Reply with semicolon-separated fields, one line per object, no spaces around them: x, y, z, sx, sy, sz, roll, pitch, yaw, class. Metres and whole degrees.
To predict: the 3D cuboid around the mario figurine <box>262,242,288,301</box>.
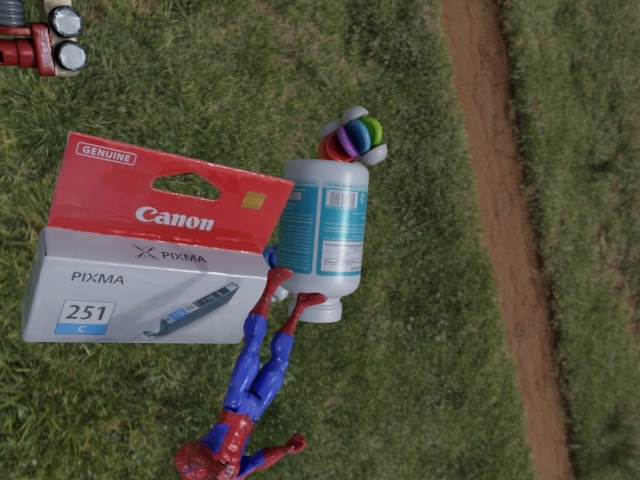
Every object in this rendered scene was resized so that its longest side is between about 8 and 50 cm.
-0.148;0.090;1.238;0.320;0.198;0.170;-21;76;3;mario figurine

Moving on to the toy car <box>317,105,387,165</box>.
0.071;-0.251;1.334;0.136;0.182;0.159;-25;88;-60;toy car

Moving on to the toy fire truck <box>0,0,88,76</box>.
-0.594;-0.421;0.960;0.246;0.158;0.217;-15;117;-35;toy fire truck

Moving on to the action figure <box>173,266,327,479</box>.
-0.058;0.161;0.525;0.091;0.139;0.280;38;63;-26;action figure

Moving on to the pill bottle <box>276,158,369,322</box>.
0.000;0.000;0.873;0.146;0.146;0.264;3;94;-28;pill bottle

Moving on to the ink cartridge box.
-0.194;0.021;0.660;0.296;0.066;0.261;8;124;-36;ink cartridge box
